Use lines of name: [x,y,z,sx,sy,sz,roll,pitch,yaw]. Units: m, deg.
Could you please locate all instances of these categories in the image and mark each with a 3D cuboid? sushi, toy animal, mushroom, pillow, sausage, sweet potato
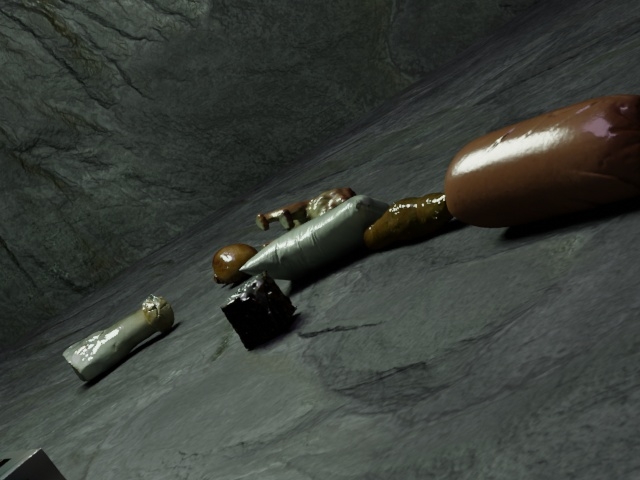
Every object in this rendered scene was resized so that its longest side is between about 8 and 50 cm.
sushi: [-0.091,0.100,1.637,0.094,0.084,0.098,-33,6,14]
toy animal: [-0.021,-0.036,2.113,0.158,0.097,0.312,-24,4,-19]
mushroom: [-0.379,0.187,2.163,0.223,0.081,0.092,-32,-9,-4]
pillow: [-0.001,0.000,1.807,0.254,0.078,0.144,-28,-12,29]
sausage: [0.268,-0.086,1.288,0.121,0.121,0.304,-39,13,-30]
mushroom: [-0.180,0.052,2.208,0.129,0.073,0.088,-30,45,41]
sweet potato: [0.127,-0.029,1.641,0.067,0.067,0.274,-39,6,-31]

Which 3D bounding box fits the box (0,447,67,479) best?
box: [-0.469,0.366,1.597,0.155,0.067,0.243,-41,12,-30]
